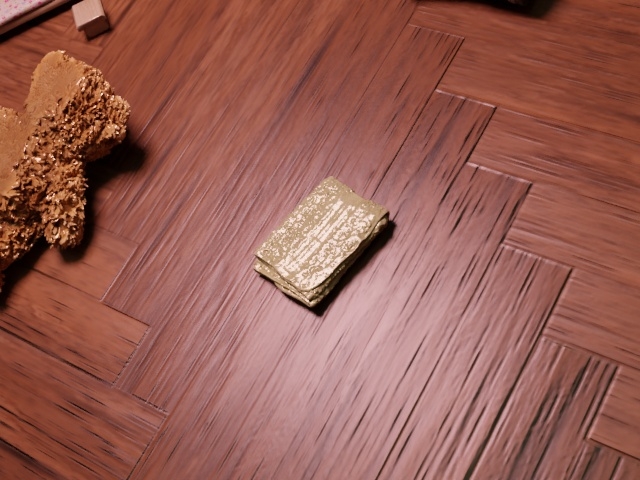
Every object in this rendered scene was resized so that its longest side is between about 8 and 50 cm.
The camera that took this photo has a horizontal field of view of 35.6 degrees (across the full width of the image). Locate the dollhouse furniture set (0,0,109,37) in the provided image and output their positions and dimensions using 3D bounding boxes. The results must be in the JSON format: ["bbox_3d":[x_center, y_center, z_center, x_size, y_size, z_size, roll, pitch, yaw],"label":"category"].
[{"bbox_3d":[-0.515,-0.416,1.477,0.303,0.174,0.356,-26,56,4],"label":"dollhouse furniture set"}]

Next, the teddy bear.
[{"bbox_3d":[-0.381,-0.076,1.289,0.245,0.113,0.338,14,74,33],"label":"teddy bear"}]

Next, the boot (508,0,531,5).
[{"bbox_3d":[0.211,-0.407,1.276,0.178,0.085,0.236,11,66,26],"label":"boot"}]

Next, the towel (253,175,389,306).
[{"bbox_3d":[0.000,0.000,1.147,0.110,0.027,0.148,34,77,32],"label":"towel"}]
